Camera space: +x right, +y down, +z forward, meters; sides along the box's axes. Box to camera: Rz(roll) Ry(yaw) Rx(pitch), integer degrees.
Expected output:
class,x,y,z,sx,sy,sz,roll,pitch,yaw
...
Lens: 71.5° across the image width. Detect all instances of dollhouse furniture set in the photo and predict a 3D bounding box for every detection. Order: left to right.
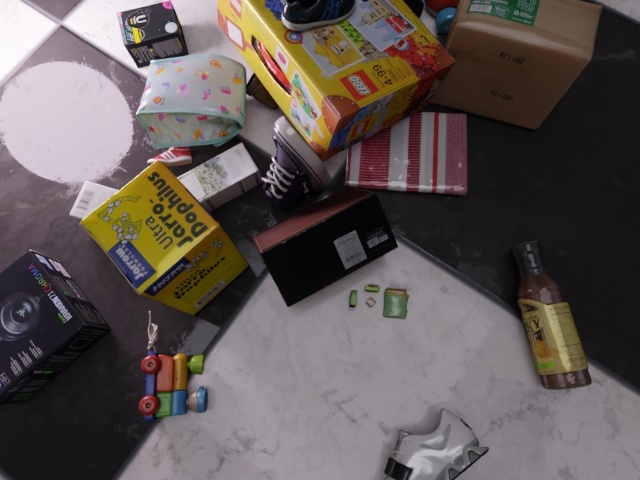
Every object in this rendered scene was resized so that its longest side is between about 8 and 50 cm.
class,x,y,z,sx,sy,sz,roll,pitch,yaw
dollhouse furniture set,0.148,0.148,1.105,0.151,0.059,0.076,6,74,2

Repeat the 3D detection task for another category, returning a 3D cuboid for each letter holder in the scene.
class,x,y,z,sx,sy,sz,roll,pitch,yaw
letter holder,0.000,0.000,1.118,0.301,0.214,0.152,-28,107,-8

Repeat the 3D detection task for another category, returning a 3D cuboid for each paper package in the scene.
class,x,y,z,sx,sy,sz,roll,pitch,yaw
paper package,0.481,-0.471,1.150,0.324,0.309,0.168,17,71,6

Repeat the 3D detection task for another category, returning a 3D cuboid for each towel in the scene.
class,x,y,z,sx,sy,sz,roll,pitch,yaw
towel,0.239,-0.246,1.232,0.328,0.037,0.237,4,76,4

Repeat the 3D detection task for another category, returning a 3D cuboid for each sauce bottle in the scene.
class,x,y,z,sx,sy,sz,roll,pitch,yaw
sauce bottle,0.540,0.174,1.069,0.111,0.111,0.345,-9,72,-2

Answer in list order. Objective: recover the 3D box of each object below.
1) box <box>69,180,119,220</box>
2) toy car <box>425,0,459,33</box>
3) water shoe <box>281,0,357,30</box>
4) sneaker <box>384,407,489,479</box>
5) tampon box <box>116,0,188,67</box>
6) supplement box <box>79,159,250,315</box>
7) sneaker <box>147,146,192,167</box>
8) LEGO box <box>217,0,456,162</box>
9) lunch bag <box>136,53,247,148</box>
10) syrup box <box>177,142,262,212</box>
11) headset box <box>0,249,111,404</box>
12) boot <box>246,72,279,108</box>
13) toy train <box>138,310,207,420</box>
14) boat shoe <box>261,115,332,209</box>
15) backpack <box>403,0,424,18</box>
class,x,y,z,sx,sy,sz,roll,pitch,yaw
box,-0.571,-0.084,1.165,0.101,0.087,0.101,16,75,4
toy car,0.421,-0.771,1.275,0.210,0.238,0.220,-7,73,-1
water shoe,0.008,-0.530,0.989,0.203,0.080,0.073,-34,78,-22
sneaker,0.197,0.509,0.983,0.330,0.122,0.146,-37,59,-8
tampon box,-0.490,-0.606,1.307,0.160,0.101,0.121,-17,75,-5
supplement box,-0.316,0.017,0.994,0.195,0.356,0.194,-43,78,-10
sneaker,-0.419,-0.241,1.232,0.118,0.042,0.067,-8,78,-10
LEGO box,0.026,-0.508,1.136,0.372,0.193,0.500,-31,78,-22
lunch bag,-0.324,-0.373,1.191,0.261,0.160,0.224,-3,60,2
syrup box,-0.279,-0.149,1.176,0.236,0.096,0.093,-31,78,-8
headset box,-0.708,0.212,1.058,0.283,0.131,0.246,-41,77,-10
boot,-0.109,-0.515,1.297,0.115,0.112,0.306,31,69,-22
toy train,-0.340,0.289,1.054,0.143,0.105,0.248,0,73,-10
boat shoe,-0.077,-0.161,1.062,0.158,0.340,0.127,-37,73,4
backpack,0.256,-0.722,1.332,0.114,0.105,0.084,13,75,-1
